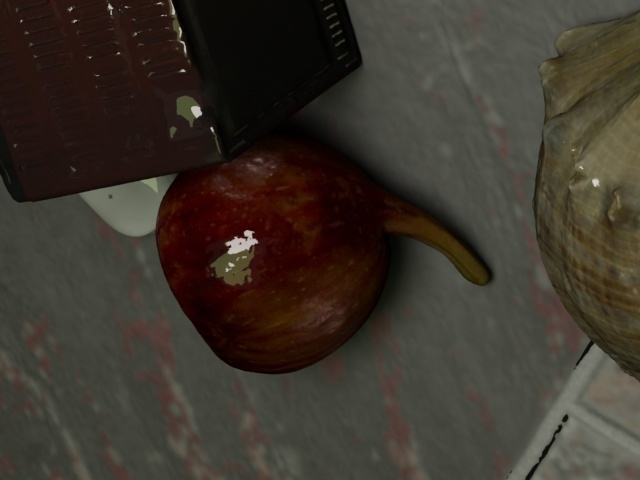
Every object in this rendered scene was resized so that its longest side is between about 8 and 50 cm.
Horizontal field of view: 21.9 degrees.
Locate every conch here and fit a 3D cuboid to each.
[{"bbox_3d":[0.242,-0.011,1.021,0.297,0.210,0.352,24,115,32],"label":"conch"}]

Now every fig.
[{"bbox_3d":[-0.006,-0.003,1.164,0.207,0.175,0.175,-19,100,14],"label":"fig"}]

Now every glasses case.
[{"bbox_3d":[-0.179,-0.089,1.262,0.076,0.049,0.197,-39,90,30],"label":"glasses case"}]

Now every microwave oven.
[{"bbox_3d":[-0.115,-0.150,1.102,0.188,0.247,0.178,-7,108,27],"label":"microwave oven"}]
